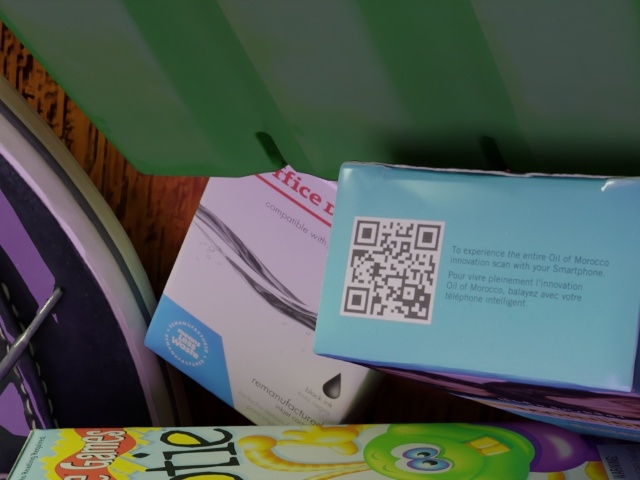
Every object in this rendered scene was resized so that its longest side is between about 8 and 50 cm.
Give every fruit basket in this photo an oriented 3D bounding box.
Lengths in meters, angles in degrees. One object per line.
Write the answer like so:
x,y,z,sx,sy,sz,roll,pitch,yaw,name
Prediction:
0.029,-0.191,0.406,0.392,0.283,0.392,17,138,16,fruit basket

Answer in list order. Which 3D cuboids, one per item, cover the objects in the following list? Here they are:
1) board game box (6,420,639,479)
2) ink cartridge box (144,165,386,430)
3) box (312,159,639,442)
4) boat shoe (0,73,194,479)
0.008,0.165,0.631,0.275,0.142,0.144,-1,106,1,board game box
0.000,0.000,0.675,0.104,0.060,0.180,34,128,11,ink cartridge box
0.099,0.033,0.527,0.100,0.244,0.060,5,81,29,box
-0.168,0.117,0.771,0.186,0.156,0.500,3,117,42,boat shoe
